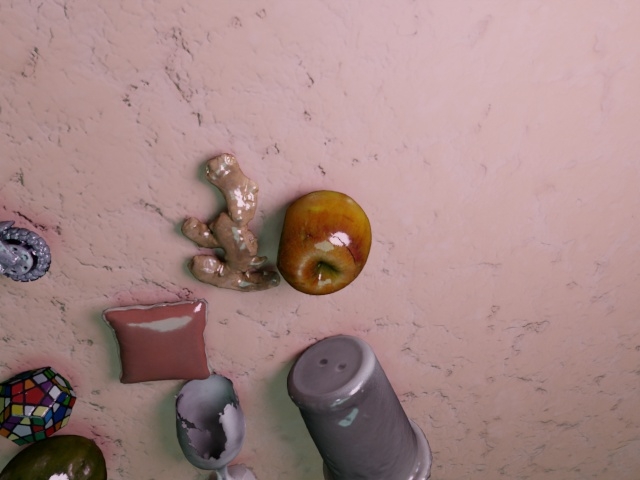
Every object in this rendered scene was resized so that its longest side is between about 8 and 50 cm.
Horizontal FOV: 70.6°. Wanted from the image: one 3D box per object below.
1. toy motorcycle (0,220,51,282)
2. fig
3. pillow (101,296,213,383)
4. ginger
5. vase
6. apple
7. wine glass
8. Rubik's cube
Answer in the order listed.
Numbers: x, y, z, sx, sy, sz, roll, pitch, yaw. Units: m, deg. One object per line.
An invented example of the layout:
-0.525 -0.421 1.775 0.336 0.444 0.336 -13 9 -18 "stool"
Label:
-0.557 0.018 0.650 0.306 0.108 0.174 -17 112 -1 "toy motorcycle"
-0.520 0.499 0.849 0.195 0.245 0.196 3 127 4 "fig"
-0.282 0.180 0.807 0.171 0.075 0.179 -2 119 -10 "pillow"
-0.158 -0.013 0.733 0.149 0.065 0.259 -11 123 -3 "ginger"
0.067 0.353 0.891 0.244 0.245 0.291 -23 117 2 "vase"
0.006 0.000 0.729 0.146 0.147 0.163 6 130 -10 "apple"
-0.213 0.428 0.931 0.143 0.143 0.322 -9 119 -6 "wine glass"
-0.509 0.292 0.804 0.111 0.133 0.133 15 118 8 "Rubik's cube"
